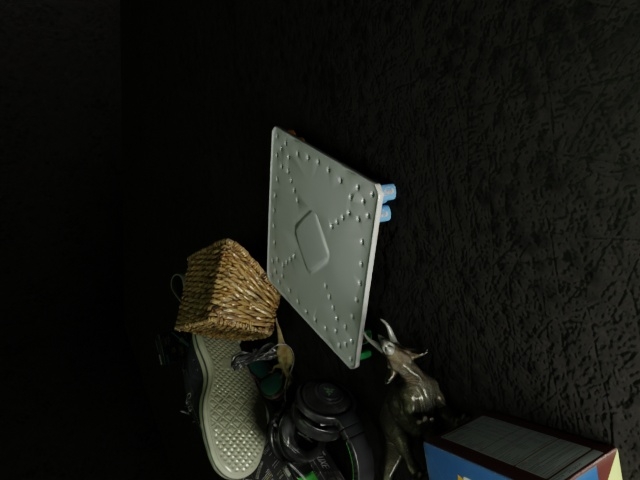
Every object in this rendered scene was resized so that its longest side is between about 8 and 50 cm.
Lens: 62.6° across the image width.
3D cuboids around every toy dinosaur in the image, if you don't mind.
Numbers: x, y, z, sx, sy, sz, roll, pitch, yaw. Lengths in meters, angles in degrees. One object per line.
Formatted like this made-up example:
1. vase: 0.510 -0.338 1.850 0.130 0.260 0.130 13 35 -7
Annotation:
1. toy dinosaur: -0.105 0.300 1.399 0.092 0.053 0.183 -23 74 43
2. toy dinosaur: 0.155 0.298 0.900 0.160 0.121 0.314 -127 32 -57

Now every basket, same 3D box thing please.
1. basket: -0.232 0.143 1.413 0.299 0.213 0.223 -22 55 54

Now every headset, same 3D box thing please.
1. headset: -0.046 0.398 1.143 0.394 0.185 0.243 58 132 27

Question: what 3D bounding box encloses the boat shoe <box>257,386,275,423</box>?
1. boat shoe: -0.221 0.470 1.583 0.306 0.105 0.113 -2 93 46

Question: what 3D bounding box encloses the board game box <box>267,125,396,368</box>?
1. board game box: 0.000 0.000 1.096 0.390 0.050 0.390 39 132 48

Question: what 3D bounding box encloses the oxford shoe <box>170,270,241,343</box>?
1. oxford shoe: -0.388 0.225 1.768 0.449 0.130 0.169 34 126 49

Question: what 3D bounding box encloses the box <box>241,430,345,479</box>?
1. box: -0.097 0.621 1.307 0.307 0.076 0.242 -55 46 11

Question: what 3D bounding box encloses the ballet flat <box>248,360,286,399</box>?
1. ballet flat: -0.141 0.401 1.469 0.221 0.077 0.079 20 135 62

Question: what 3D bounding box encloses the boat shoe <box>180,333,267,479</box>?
1. boat shoe: -0.272 0.432 1.418 0.156 0.186 0.500 -58 34 20

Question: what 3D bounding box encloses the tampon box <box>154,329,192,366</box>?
1. tampon box: -0.557 0.417 2.089 0.101 0.161 0.120 -39 65 58

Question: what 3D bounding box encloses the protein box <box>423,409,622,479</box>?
1. protein box: 0.262 0.357 0.680 0.201 0.136 0.200 -5 96 60

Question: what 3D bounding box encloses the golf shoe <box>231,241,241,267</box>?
1. golf shoe: -0.273 0.091 1.556 0.077 0.093 0.198 54 141 38
